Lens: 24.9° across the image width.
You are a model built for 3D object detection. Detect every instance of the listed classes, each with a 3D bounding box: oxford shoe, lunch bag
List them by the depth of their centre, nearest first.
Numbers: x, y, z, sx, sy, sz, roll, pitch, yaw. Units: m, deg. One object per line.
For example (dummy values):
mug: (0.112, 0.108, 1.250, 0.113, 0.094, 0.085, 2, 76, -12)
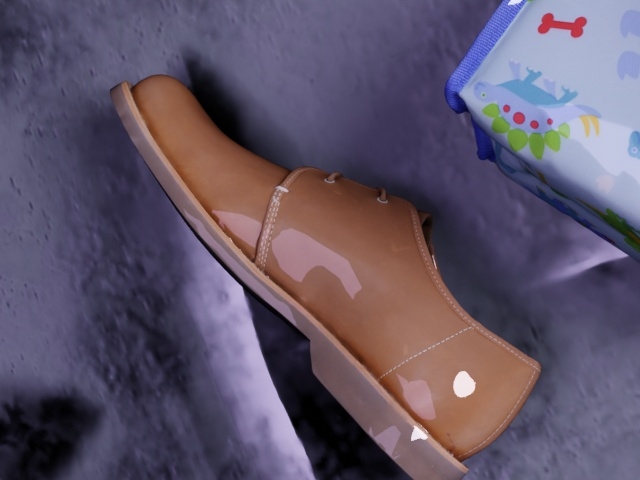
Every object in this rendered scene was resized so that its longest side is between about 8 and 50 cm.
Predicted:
lunch bag: (0.135, -0.062, 0.450, 0.129, 0.096, 0.151, 35, 89, 19)
oxford shoe: (0.000, 0.000, 0.573, 0.076, 0.076, 0.212, -45, 74, 1)
